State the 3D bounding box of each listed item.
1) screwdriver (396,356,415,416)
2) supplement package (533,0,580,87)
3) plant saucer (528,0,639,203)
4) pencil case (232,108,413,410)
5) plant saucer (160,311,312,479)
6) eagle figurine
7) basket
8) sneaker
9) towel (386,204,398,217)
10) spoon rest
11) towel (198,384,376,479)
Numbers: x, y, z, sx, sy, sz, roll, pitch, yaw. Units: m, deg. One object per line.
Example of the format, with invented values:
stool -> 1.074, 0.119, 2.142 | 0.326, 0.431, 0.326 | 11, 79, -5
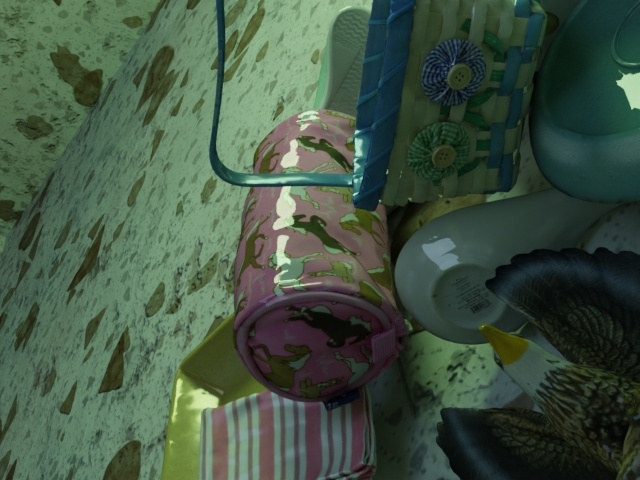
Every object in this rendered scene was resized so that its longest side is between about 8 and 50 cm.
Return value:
screwdriver -> 0.081, 0.127, 1.082 | 0.025, 0.024, 0.169 | -20, 41, 13
supplement package -> 0.194, -0.304, 1.030 | 0.204, 0.145, 0.261 | -106, 18, -56
plant saucer -> 0.292, -0.170, 0.814 | 0.318, 0.044, 0.317 | -38, 30, 26
pencil case -> 0.000, 0.000, 1.089 | 0.160, 0.167, 0.386 | -38, 28, 23
plant saucer -> -0.079, 0.221, 1.219 | 0.333, 0.081, 0.332 | -43, 31, 35
eagle figurine -> 0.197, 0.122, 0.713 | 0.226, 0.225, 0.298 | -22, 0, 1
basket -> 0.046, -0.160, 0.896 | 0.201, 0.289, 0.254 | -81, -5, -58
sneaker -> 0.041, -0.176, 1.329 | 0.151, 0.094, 0.255 | -44, -37, -82
towel -> 0.111, -0.144, 1.283 | 0.329, 0.037, 0.237 | -43, 33, 38
spoon rest -> 0.193, 0.006, 0.899 | 0.276, 0.137, 0.084 | -30, 16, 27
towel -> -0.040, 0.204, 1.013 | 0.197, 0.029, 0.144 | -20, 42, 13
